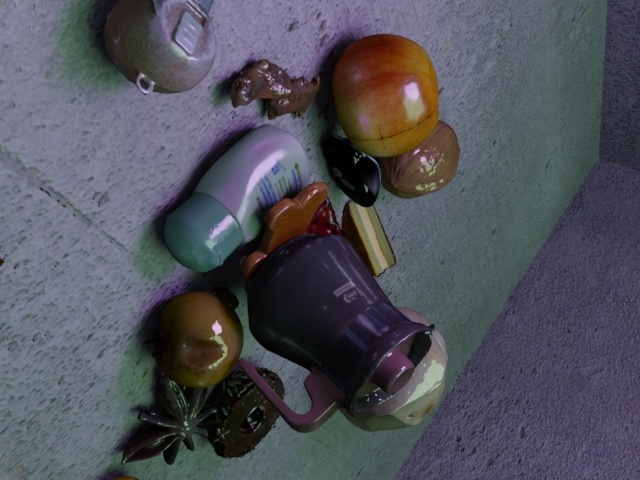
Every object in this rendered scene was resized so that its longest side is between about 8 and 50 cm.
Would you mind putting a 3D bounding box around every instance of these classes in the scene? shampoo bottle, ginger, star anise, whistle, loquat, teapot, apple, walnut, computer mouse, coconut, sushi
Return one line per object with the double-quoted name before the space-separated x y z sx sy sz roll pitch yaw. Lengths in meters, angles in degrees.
"shampoo bottle" -0.181 -0.078 1.512 0.349 0.151 0.222 -47 154 -26
"ginger" -0.101 -0.319 1.539 0.122 0.084 0.290 -51 158 23
"star anise" -0.341 0.404 1.681 0.198 0.110 0.258 19 90 -43
"whistle" -0.252 -0.382 1.214 0.189 0.189 0.348 59 41 -54
"loquat" -0.268 0.216 1.557 0.213 0.213 0.213 -35 139 -38
"teapot" 0.018 0.203 1.524 0.376 0.361 0.306 -41 148 -17
"apple" 0.158 -0.341 1.694 0.286 0.233 0.286 -14 90 -71
"walnut" 0.275 -0.232 2.027 0.261 0.225 0.225 -44 144 -32
"computer mouse" 0.091 -0.187 1.846 0.096 0.137 0.233 -47 144 -18
"coconut" 0.216 0.417 2.233 0.415 0.344 0.416 5 90 -82
"sushi" -0.225 0.144 1.711 0.047 0.050 0.099 -47 135 -14

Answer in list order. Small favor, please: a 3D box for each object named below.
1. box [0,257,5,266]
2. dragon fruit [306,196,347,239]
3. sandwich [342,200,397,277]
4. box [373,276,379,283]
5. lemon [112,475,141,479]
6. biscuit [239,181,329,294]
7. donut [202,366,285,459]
"box" -0.590 0.072 1.014 0.240 0.153 0.074 -51 151 -20
"dragon fruit" 0.000 0.000 1.759 0.302 0.240 0.330 -59 162 -45
"sandwich" 0.147 -0.019 2.050 0.117 0.144 0.187 -32 137 -44
"box" 0.098 0.143 2.146 0.200 0.088 0.146 -50 145 -20
"lemon" -0.445 0.620 1.646 0.142 0.142 0.187 -42 145 -31
"biscuit" -0.098 0.010 1.571 0.205 0.049 0.324 -31 154 -41
"donut" -0.205 0.455 1.919 0.269 0.103 0.270 -32 136 -38
